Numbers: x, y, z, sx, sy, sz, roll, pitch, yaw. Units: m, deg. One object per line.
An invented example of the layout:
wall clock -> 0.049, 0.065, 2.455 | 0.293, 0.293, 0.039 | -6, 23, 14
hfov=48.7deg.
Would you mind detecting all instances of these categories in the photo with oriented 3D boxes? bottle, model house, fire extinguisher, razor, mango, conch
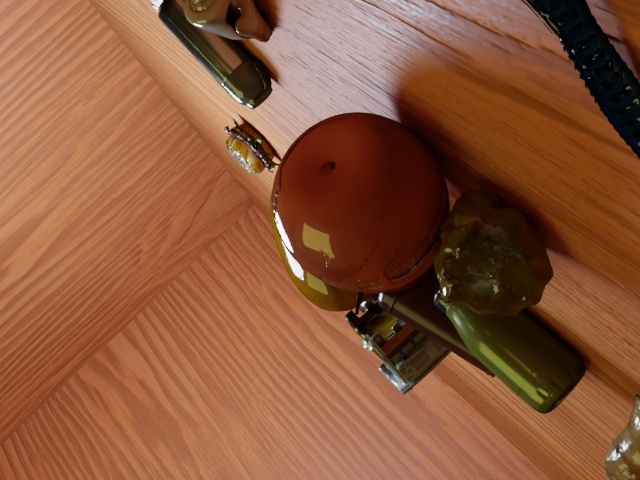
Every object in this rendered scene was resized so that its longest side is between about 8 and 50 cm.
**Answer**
bottle -> 0.299, 0.158, 1.159 | 0.260, 0.112, 0.112 | 43, 173, 27
model house -> 0.208, 0.220, 1.697 | 0.215, 0.224, 0.198 | 49, 173, -18
bottle -> -0.191, -0.359, 1.318 | 0.254, 0.079, 0.096 | 48, 136, -1
fire extinguisher -> 0.188, 0.134, 1.305 | 0.337, 0.147, 0.106 | 31, -160, 14
razor -> 0.202, -0.090, 0.473 | 0.324, 0.093, 0.056 | 51, -151, -13
mango -> 0.000, 0.000, 1.738 | 0.378, 0.221, 0.264 | 58, 169, 13
conch -> -0.130, -0.323, 1.029 | 0.104, 0.094, 0.176 | -1, 157, 22

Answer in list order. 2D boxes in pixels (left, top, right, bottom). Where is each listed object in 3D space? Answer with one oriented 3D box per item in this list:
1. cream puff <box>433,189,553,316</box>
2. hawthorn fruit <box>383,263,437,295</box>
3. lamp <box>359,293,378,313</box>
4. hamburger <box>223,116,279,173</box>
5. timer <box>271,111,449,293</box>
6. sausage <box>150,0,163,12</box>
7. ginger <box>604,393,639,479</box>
cream puff -> 0.205, 0.012, 0.855 | 0.146, 0.146, 0.116 | 48, -147, -20
hawthorn fruit -> 0.116, -0.007, 1.128 | 0.188, 0.169, 0.169 | 57, 175, 6
lamp -> 0.176, 0.154, 1.979 | 0.157, 0.135, 0.156 | 21, -148, -14
hamburger -> -0.205, -0.258, 2.007 | 0.189, 0.093, 0.164 | 43, 174, 44
timer -> 0.054, -0.046, 0.926 | 0.229, 0.230, 0.215 | 41, 178, 41
sausage -> -0.305, -0.481, 1.334 | 0.065, 0.065, 0.169 | 44, 175, 19
ginger -> 0.458, 0.295, 0.999 | 0.193, 0.122, 0.115 | 56, -170, -32
